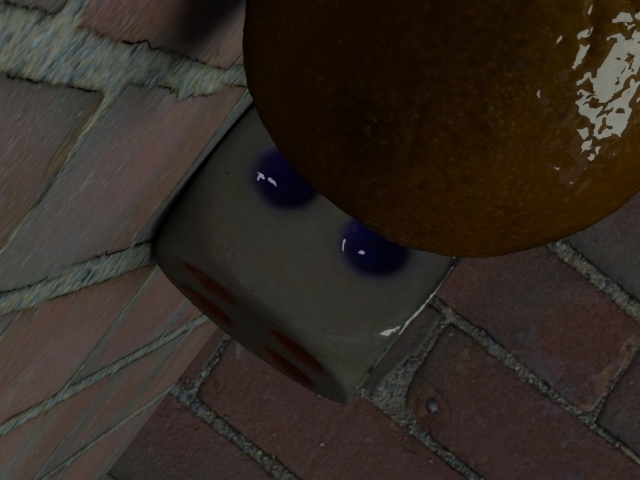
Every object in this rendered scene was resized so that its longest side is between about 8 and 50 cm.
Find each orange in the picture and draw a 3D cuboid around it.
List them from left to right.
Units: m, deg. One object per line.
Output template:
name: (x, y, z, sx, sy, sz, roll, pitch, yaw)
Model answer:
orange: (0.112, -0.161, 1.308, 0.322, 0.322, 0.357, -50, 167, -38)

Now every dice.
dice: (0.000, 0.000, 1.960, 0.243, 0.251, 0.259, -53, 177, -16)
